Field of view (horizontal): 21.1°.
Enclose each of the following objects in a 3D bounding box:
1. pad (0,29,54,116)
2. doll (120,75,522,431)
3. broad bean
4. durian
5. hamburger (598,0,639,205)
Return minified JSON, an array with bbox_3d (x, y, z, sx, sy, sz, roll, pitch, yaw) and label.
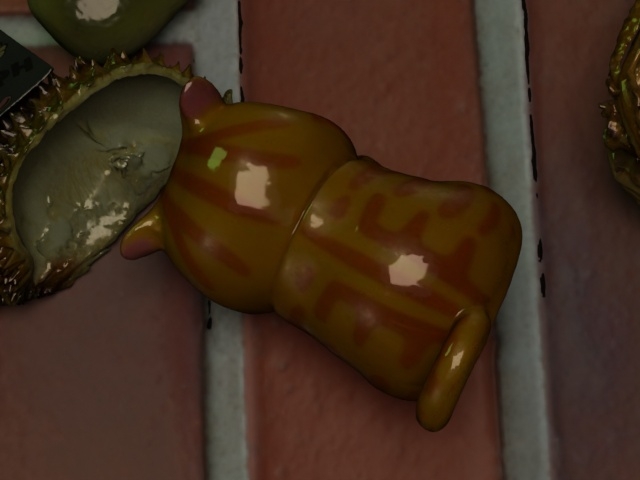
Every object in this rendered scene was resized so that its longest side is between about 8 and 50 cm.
[{"bbox_3d":[-0.317,-0.069,1.246,0.245,0.006,0.170,-43,36,-9],"label":"pad"},{"bbox_3d":[0.013,0.006,1.211,0.269,0.162,0.167,26,92,16],"label":"doll"},{"bbox_3d":[-0.146,-0.221,1.303,0.174,0.082,0.124,-42,82,-11],"label":"broad bean"},{"bbox_3d":[-0.182,-0.056,1.255,0.139,0.144,0.252,44,73,-12],"label":"durian"},{"bbox_3d":[0.359,-0.120,1.241,0.318,0.158,0.319,0,76,0],"label":"hamburger"}]
